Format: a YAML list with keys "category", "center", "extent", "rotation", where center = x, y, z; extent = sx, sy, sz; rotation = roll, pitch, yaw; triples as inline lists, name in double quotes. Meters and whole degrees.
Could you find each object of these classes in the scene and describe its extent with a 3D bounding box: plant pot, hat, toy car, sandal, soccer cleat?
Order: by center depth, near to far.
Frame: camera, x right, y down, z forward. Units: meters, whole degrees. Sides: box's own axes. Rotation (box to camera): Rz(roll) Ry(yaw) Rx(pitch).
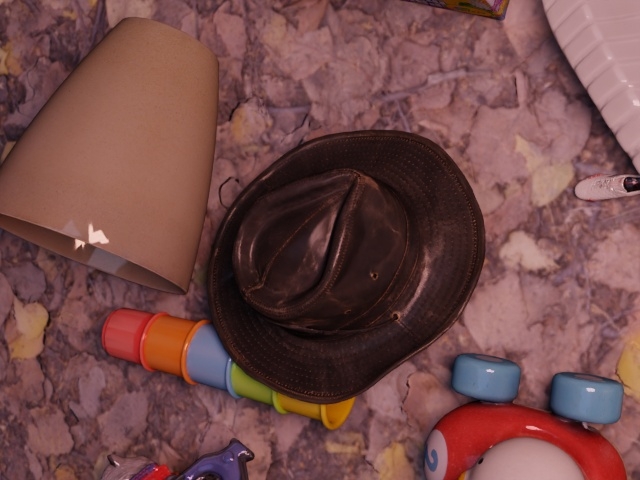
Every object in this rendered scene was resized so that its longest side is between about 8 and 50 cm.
- category: "toy car"
  center: [0.183, 0.239, 0.967]
  extent: [0.210, 0.238, 0.219]
  rotation: [9, 91, 22]
- category: "sandal"
  center: [0.337, -0.199, 0.998]
  extent: [0.169, 0.102, 0.416]
  rotation: [-21, 85, 36]
- category: "soccer cleat"
  center: [0.307, -0.057, 1.034]
  extent: [0.083, 0.035, 0.029]
  rotation: [-3, 88, 21]
- category: "hat"
  center: [0.000, 0.000, 1.055]
  extent: [0.331, 0.134, 0.331]
  rotation: [-8, 67, 20]
- category: "plant pot"
  center: [-0.224, -0.109, 1.157]
  extent: [0.256, 0.256, 0.274]
  rotation: [17, 78, 21]

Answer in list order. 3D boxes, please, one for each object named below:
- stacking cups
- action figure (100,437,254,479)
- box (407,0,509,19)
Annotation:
- category: "stacking cups"
  center: [-0.113, 0.144, 1.177]
  extent: [0.316, 0.096, 0.096]
  rotation: [9, 92, 26]
- category: "action figure"
  center: [-0.182, 0.405, 1.148]
  extent: [0.341, 0.178, 0.330]
  rotation: [-30, 71, -7]
- category: "box"
  center: [0.047, -0.364, 1.017]
  extent: [0.290, 0.279, 0.177]
  rotation: [16, 95, 21]
